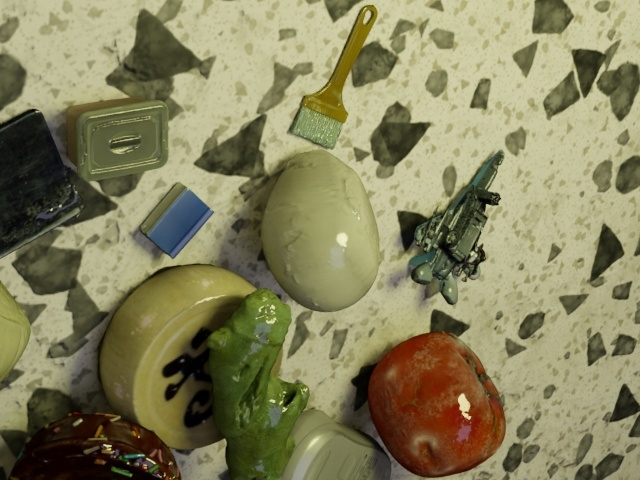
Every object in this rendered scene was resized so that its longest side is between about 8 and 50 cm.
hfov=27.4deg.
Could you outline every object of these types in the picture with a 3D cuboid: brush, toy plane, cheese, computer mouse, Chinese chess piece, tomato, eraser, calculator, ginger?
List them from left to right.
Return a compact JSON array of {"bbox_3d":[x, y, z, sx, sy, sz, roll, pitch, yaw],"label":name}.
[{"bbox_3d":[-0.414,-0.037,1.548,0.262,0.021,0.161,-31,127,-22],"label":"calculator"},{"bbox_3d":[-0.189,-0.026,1.722,0.084,0.027,0.063,-50,133,-7],"label":"eraser"},{"bbox_3d":[-0.173,0.158,1.776,0.257,0.104,0.257,-17,122,-30],"label":"Chinese chess piece"},{"bbox_3d":[-0.083,0.197,1.742,0.137,0.089,0.289,-17,119,-9],"label":"ginger"},{"bbox_3d":[-0.007,0.356,1.995,0.297,0.121,0.184,35,77,-58],"label":"computer mouse"},{"bbox_3d":[0.000,0.000,1.789,0.154,0.189,0.198,-17,127,8],"label":"cheese"},{"bbox_3d":[0.029,-0.229,1.799,0.083,0.011,0.205,18,99,-41],"label":"brush"},{"bbox_3d":[0.176,0.258,2.030,0.189,0.232,0.232,-29,133,14],"label":"tomato"},{"bbox_3d":[0.226,-0.028,2.005,0.169,0.078,0.246,34,89,-42],"label":"toy plane"}]

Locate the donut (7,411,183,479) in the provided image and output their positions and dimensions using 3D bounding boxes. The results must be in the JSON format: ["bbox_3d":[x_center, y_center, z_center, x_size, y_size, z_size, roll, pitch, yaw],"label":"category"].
[{"bbox_3d":[-0.288,0.313,1.718,0.235,0.089,0.235,1,133,1],"label":"donut"}]

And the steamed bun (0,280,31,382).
[{"bbox_3d":[-0.462,0.122,1.406,0.290,0.272,0.273,-47,128,7],"label":"steamed bun"}]

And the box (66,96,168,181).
[{"bbox_3d":[-0.250,-0.129,1.599,0.122,0.062,0.089,-13,119,-31],"label":"box"}]
